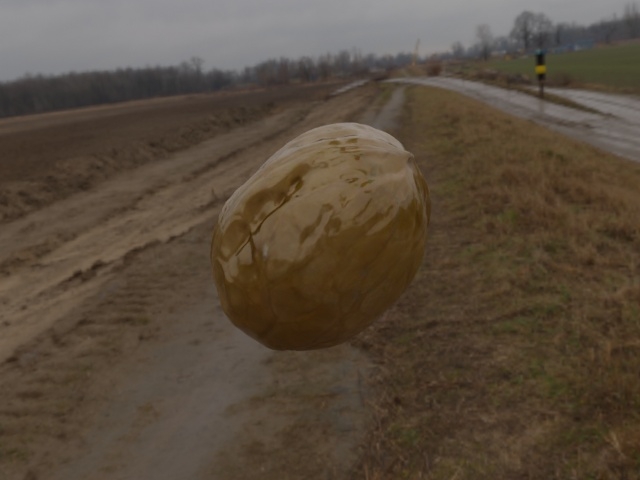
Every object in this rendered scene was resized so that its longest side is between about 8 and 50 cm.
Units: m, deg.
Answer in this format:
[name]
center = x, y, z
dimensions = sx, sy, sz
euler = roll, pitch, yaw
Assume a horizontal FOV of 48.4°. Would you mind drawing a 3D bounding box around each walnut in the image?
[walnut]
center = 0.000, 0.000, 0.561
dimensions = 0.207, 0.159, 0.159
euler = -46, -9, 31
